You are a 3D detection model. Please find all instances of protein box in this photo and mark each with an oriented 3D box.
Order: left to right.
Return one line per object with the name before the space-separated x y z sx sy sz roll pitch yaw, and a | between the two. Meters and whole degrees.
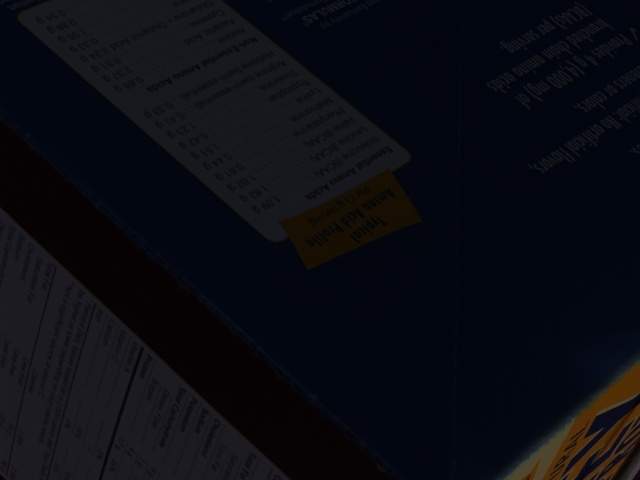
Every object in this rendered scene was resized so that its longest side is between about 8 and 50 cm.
protein box | 0.000 0.000 0.443 0.200 0.201 0.136 -32 155 -41

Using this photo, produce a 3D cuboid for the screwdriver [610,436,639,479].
screwdriver | 0.067 0.082 0.401 0.025 0.024 0.170 14 117 -36
